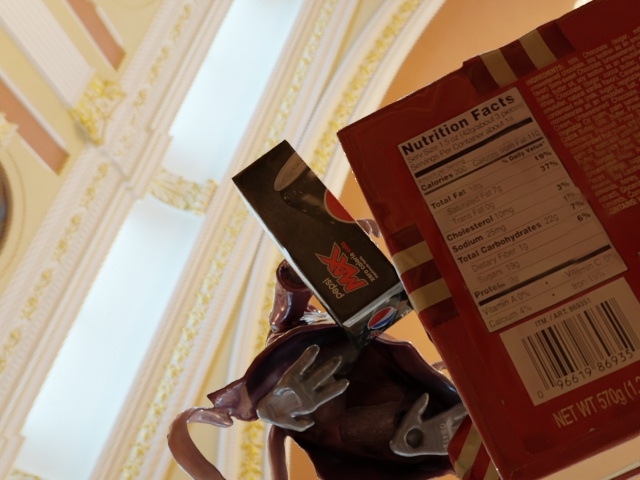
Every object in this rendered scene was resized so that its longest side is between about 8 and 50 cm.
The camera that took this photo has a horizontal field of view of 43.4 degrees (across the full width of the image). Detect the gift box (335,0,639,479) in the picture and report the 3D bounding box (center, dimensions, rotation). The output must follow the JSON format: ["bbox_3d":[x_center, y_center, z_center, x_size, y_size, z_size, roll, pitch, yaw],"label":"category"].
[{"bbox_3d":[0.173,0.044,0.499,0.255,0.258,0.276,-22,-115,9],"label":"gift box"}]

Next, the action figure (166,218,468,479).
[{"bbox_3d":[0.012,0.145,0.804,0.275,0.248,0.370,-36,-168,-8],"label":"action figure"}]

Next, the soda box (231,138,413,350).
[{"bbox_3d":[0.000,0.000,0.624,0.060,0.053,0.169,-36,-122,-5],"label":"soda box"}]
